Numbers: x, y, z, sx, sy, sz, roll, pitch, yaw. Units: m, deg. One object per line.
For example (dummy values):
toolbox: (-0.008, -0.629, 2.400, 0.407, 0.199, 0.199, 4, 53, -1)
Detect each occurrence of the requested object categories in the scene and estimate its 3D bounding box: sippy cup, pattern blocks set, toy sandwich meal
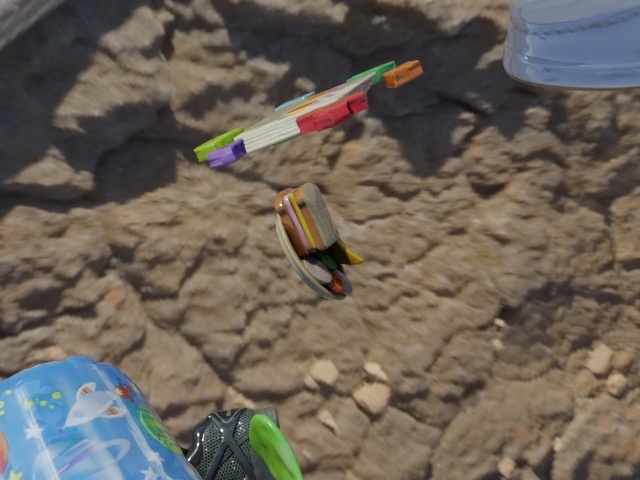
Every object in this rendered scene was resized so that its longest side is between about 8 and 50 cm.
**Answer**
sippy cup: (-0.179, 0.219, 0.930, 0.240, 0.305, 0.224, -47, 56, 25)
pattern blocks set: (-0.015, -0.144, 1.428, 0.285, 0.325, 0.026, -17, 102, 30)
toy sandwich meal: (0.000, 0.000, 0.833, 0.029, 0.085, 0.086, -33, 94, 19)

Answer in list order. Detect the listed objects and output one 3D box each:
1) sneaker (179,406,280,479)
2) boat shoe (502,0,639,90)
sneaker: (-0.110, 0.294, 1.342, 0.130, 0.087, 0.228, 1, 93, -2)
boat shoe: (0.220, -0.151, 0.620, 0.277, 0.098, 0.096, -14, 122, 10)
